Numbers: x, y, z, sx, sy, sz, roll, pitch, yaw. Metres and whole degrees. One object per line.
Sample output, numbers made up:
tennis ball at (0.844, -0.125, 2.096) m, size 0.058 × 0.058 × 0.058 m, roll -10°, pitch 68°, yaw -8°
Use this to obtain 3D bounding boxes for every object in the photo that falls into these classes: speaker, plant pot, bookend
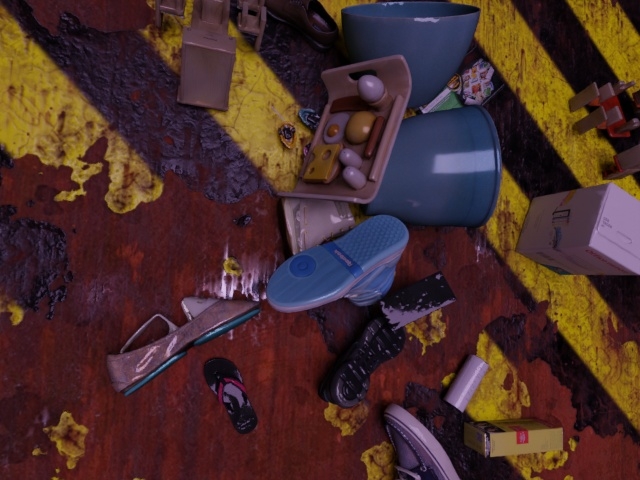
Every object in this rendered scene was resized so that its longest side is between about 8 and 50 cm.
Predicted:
speaker at (0.357, 0.351, 1.053) m, size 0.055 × 0.055 × 0.136 m, roll 39°, pitch 76°, yaw -11°
plant pot at (0.192, -0.414, 0.965) m, size 0.290 × 0.290 × 0.195 m, roll -15°, pitch 127°, yaw -18°
plant pot at (0.214, -0.151, 0.947) m, size 0.256 × 0.271 × 0.271 m, roll -5°, pitch 88°, yaw -4°
bookend at (0.203, 0.147, 0.973) m, size 0.156 × 0.157 × 0.072 m, roll -25°, pitch 76°, yaw -6°

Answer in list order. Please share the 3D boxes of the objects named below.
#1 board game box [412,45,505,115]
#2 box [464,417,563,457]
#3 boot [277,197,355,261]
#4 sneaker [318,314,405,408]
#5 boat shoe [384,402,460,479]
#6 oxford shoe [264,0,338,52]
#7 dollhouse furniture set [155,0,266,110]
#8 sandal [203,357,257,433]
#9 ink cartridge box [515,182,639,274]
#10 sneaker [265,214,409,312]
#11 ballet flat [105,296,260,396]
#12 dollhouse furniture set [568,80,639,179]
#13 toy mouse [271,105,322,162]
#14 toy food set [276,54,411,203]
board game box at (0.361, -0.381, 1.120) m, size 0.260 × 0.030 × 0.136 m, roll -42°, pitch 101°, yaw -16°
box at (0.480, 0.487, 1.067) m, size 0.233 × 0.087 × 0.058 m, roll 5°, pitch 85°, yaw -16°
boot at (0.000, 0.000, 0.956) m, size 0.165 × 0.077 × 0.213 m, roll -10°, pitch 88°, yaw -20°
sneaker at (0.090, 0.258, 0.959) m, size 0.267 × 0.106 × 0.101 m, roll -38°, pitch 93°, yaw -37°
boat shoe at (0.212, 0.542, 0.954) m, size 0.158 × 0.127 × 0.340 m, roll -38°, pitch 98°, yaw -24°
oxford shoe at (-0.052, -0.532, 0.965) m, size 0.227 × 0.096 × 0.082 m, roll 30°, pitch 80°, yaw -12°
dollhouse furniture set at (-0.235, -0.426, 0.902) m, size 0.212 × 0.161 × 0.241 m, roll 5°, pitch 63°, yaw -17°
sandal at (-0.182, 0.323, 0.892) m, size 0.067 × 0.040 × 0.179 m, roll -29°, pitch 95°, yaw -17°
ink cartridge box at (0.662, -0.019, 1.081) m, size 0.171 × 0.233 × 0.168 m, roll 26°, pitch 79°, yaw -15°
sneaker at (0.043, 0.095, 0.898) m, size 0.319 × 0.208 × 0.127 m, roll -25°, pitch 55°, yaw -17°
ballet flat at (-0.273, 0.176, 0.846) m, size 0.316 × 0.107 × 0.106 m, roll -31°, pitch 82°, yaw -18°
dollhouse furniture set at (0.865, -0.321, 1.243) m, size 0.262 × 0.135 × 0.259 m, roll -5°, pitch 76°, yaw -18°
toy mouse at (-0.025, -0.243, 0.986) m, size 0.143 × 0.031 × 0.160 m, roll -18°, pitch 92°, yaw -17°
toy food set at (0.037, -0.218, 0.861) m, size 0.092 × 0.220 × 0.306 m, roll 32°, pitch 73°, yaw -45°
